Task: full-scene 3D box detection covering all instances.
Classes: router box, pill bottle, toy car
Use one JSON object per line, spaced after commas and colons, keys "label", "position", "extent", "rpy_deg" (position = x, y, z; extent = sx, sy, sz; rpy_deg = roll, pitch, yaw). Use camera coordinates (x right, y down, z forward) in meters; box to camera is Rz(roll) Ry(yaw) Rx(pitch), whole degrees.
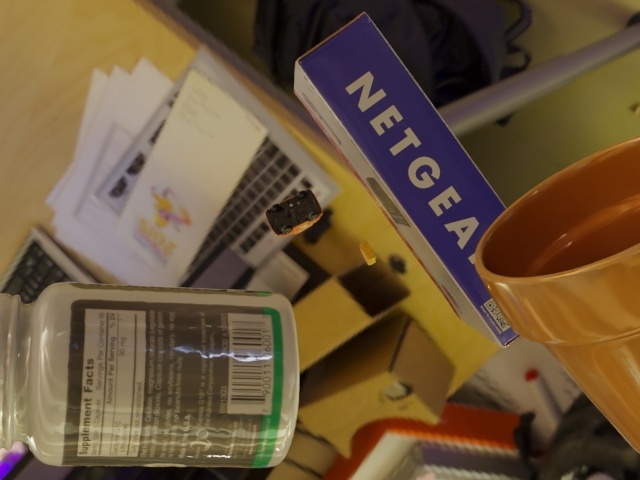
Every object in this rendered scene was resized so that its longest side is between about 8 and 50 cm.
{"label": "router box", "position": [0.101, -0.061, 1.205], "extent": [0.082, 0.301, 0.335], "rpy_deg": [-36, 92, 0]}
{"label": "pill bottle", "position": [-0.217, 0.150, 1.283], "extent": [0.361, 0.204, 0.204], "rpy_deg": [4, 134, -12]}
{"label": "toy car", "position": [0.000, 0.000, 1.195], "extent": [0.122, 0.060, 0.040], "rpy_deg": [43, 170, 18]}

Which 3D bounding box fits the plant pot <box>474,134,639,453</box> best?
{"label": "plant pot", "position": [0.243, 0.048, 0.821], "extent": [0.205, 0.205, 0.188], "rpy_deg": [-17, 110, 40]}
